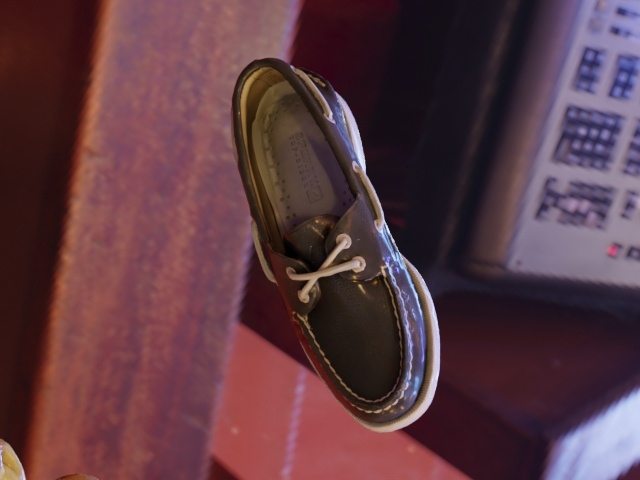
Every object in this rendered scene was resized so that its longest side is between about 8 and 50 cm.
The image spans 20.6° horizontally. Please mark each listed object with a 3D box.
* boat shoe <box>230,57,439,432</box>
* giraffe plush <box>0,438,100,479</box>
[{"bbox_3d":[0.000,0.000,1.327,0.114,0.302,0.091,-30,153,15],"label":"boat shoe"},{"bbox_3d":[-0.212,0.242,1.208,0.210,0.170,0.181,41,74,-9],"label":"giraffe plush"}]
